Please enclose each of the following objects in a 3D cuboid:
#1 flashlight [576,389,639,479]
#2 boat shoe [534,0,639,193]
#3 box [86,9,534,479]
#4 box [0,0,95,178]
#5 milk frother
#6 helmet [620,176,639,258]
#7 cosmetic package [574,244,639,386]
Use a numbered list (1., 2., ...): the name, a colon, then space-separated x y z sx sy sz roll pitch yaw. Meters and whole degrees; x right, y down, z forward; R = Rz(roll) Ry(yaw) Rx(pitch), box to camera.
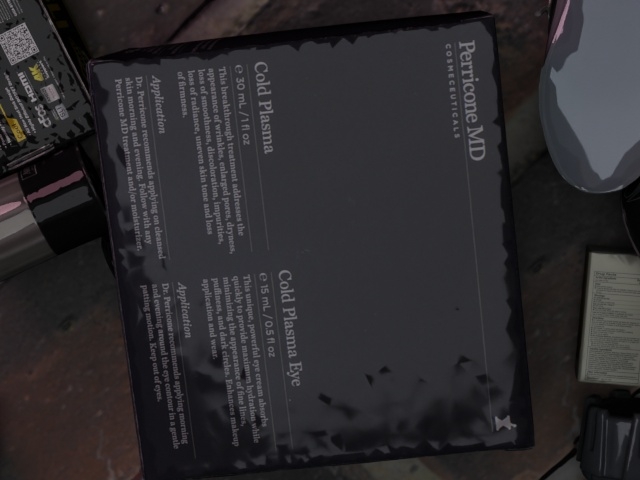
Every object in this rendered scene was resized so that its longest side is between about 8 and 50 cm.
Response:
1. flashlight: 0.247 0.286 1.309 0.103 0.103 0.304 4 101 7
2. boat shoe: 0.229 -0.192 1.230 0.113 0.105 0.306 -3 93 9
3. box: 0.000 0.000 1.239 0.312 0.179 0.343 -5 99 5
4. box: -0.357 -0.188 1.290 0.257 0.079 0.322 -26 97 10
5. milk frother: -0.231 0.009 1.283 0.134 0.129 0.143 -25 90 -1
6. helmet: 0.341 -0.033 1.223 0.161 0.169 0.169 -32 96 30
7. cosmetic package: 0.252 0.064 1.301 0.060 0.041 0.115 6 100 4
